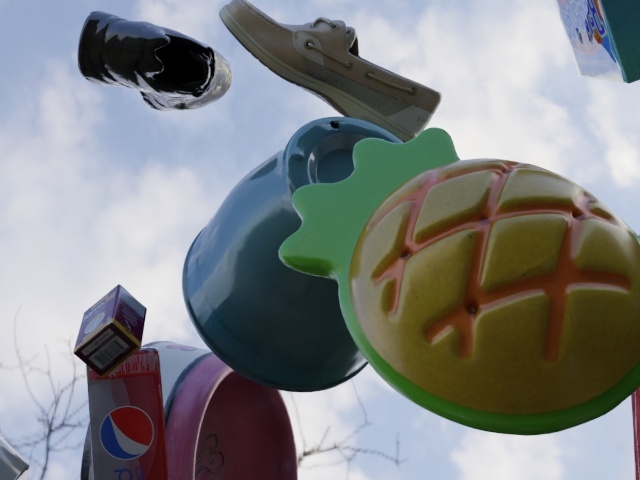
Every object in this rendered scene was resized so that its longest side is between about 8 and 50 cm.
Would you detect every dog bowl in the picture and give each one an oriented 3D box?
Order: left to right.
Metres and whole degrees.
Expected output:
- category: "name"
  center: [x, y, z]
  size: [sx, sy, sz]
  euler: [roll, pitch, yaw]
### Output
- category: "dog bowl"
  center: [-0.166, 0.345, 1.388]
  size: [0.150, 0.408, 0.408]
  euler: [-7, -59, 23]

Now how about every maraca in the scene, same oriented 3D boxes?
- category: "maraca"
  center: [0.063, 0.010, 0.422]
  size: [0.127, 0.186, 0.099]
  euler: [-37, -39, -19]

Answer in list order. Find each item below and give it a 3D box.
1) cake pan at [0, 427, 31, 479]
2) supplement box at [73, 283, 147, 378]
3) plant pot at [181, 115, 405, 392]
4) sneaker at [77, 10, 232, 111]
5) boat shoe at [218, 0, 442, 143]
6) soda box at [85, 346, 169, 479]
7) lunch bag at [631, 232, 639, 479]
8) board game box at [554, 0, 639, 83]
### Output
- category: "cake pan"
  center: [-0.350, 0.299, 0.845]
  size: [0.054, 0.293, 0.293]
  euler: [31, -72, -3]
- category: "supplement box"
  center: [-0.211, 0.090, 0.963]
  size: [0.055, 0.083, 0.043]
  euler: [-39, -68, 10]
- category: "plant pot"
  center: [0.000, 0.000, 1.120]
  size: [0.272, 0.271, 0.255]
  euler: [13, -38, -16]
- category: "sneaker"
  center: [-0.180, -0.215, 1.218]
  size: [0.130, 0.286, 0.109]
  euler: [13, -82, 24]
- category: "boat shoe"
  center: [0.012, -0.230, 1.202]
  size: [0.302, 0.109, 0.098]
  euler: [35, -74, 9]
- category: "soda box"
  center: [-0.216, 0.256, 1.091]
  size: [0.083, 0.092, 0.263]
  euler: [-4, -95, -10]
- category: "lunch bag"
  center: [0.274, 0.051, 0.493]
  size: [0.293, 0.120, 0.258]
  euler: [-13, -81, -41]
- category: "board game box"
  center: [0.190, -0.221, 0.687]
  size: [0.047, 0.160, 0.210]
  euler: [-20, -81, 7]
